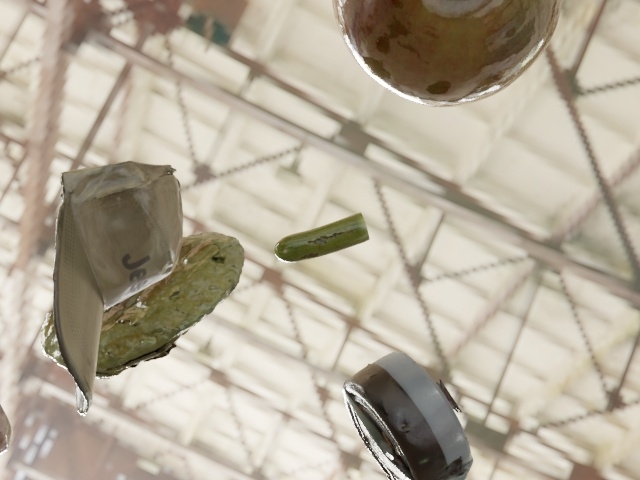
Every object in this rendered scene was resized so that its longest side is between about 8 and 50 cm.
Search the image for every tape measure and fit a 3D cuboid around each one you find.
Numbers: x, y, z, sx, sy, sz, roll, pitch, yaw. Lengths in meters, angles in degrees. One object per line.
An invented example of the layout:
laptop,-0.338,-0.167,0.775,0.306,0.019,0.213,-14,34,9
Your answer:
tape measure,0.108,0.225,2.141,0.182,0.107,0.181,59,-16,2

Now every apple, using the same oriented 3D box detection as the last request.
apple,0.137,-0.276,1.921,0.257,0.257,0.234,20,-8,9

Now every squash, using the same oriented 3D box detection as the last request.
squash,0.000,0.000,1.549,0.083,0.027,0.027,-18,-28,-2

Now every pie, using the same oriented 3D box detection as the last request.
pie,-0.246,0.082,2.403,0.306,0.306,0.071,-1,-54,46

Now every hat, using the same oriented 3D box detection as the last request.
hat,-0.198,0.046,1.805,0.149,0.244,0.214,-11,-27,-5

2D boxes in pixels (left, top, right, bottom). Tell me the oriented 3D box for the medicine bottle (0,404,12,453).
medicine bottle,-0.509,0.250,2.151,0.147,0.247,0.147,52,-18,24
